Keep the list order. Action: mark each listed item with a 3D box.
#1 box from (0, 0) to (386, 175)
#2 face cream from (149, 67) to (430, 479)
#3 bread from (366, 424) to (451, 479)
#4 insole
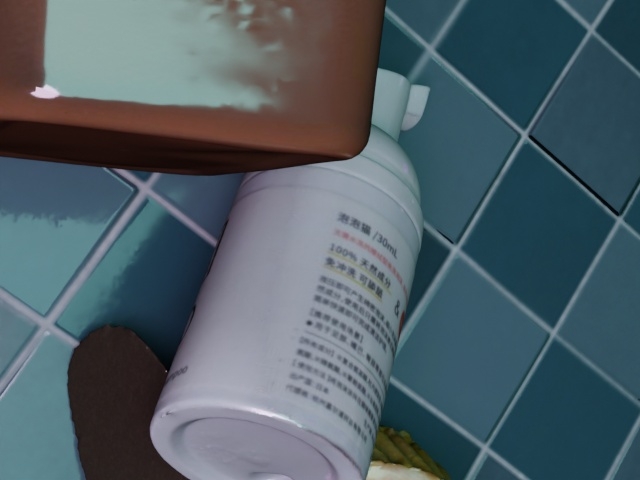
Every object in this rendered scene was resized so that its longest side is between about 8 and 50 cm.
[{"bbox_3d":[-0.113,-0.166,0.691,0.240,0.339,0.229,4,90,-23],"label":"box"},{"bbox_3d":[0.000,0.000,0.809,0.145,0.145,0.369,31,50,-19],"label":"face cream"},{"bbox_3d":[0.014,0.252,0.836,0.240,0.139,0.239,0,91,-20],"label":"bread"},{"bbox_3d":[-0.099,0.209,0.780,0.007,0.111,0.327,1,57,-62],"label":"insole"}]
